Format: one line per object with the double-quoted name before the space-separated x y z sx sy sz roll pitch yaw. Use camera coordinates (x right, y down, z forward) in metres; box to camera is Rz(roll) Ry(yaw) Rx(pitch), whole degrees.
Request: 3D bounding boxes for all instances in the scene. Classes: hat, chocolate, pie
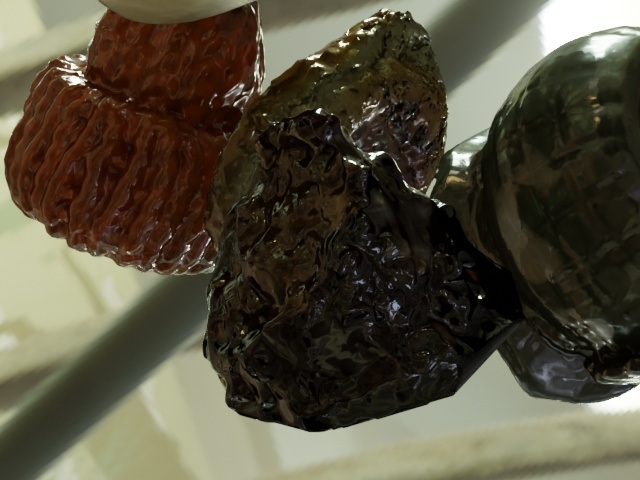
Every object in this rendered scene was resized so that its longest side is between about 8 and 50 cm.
"hat" -0.157 -0.180 1.791 0.285 0.285 0.400 24 -73 52
"chocolate" 0.000 0.000 1.261 0.224 0.206 0.177 9 -51 41
"pie" 0.008 -0.060 1.670 0.085 0.308 0.308 31 -31 29

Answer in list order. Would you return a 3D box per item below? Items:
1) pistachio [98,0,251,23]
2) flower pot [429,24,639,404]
"pistachio" -0.084 -0.283 1.511 0.193 0.318 0.214 33 -64 34
"flower pot" 0.251 -0.009 1.452 0.213 0.302 0.302 -36 -90 43
